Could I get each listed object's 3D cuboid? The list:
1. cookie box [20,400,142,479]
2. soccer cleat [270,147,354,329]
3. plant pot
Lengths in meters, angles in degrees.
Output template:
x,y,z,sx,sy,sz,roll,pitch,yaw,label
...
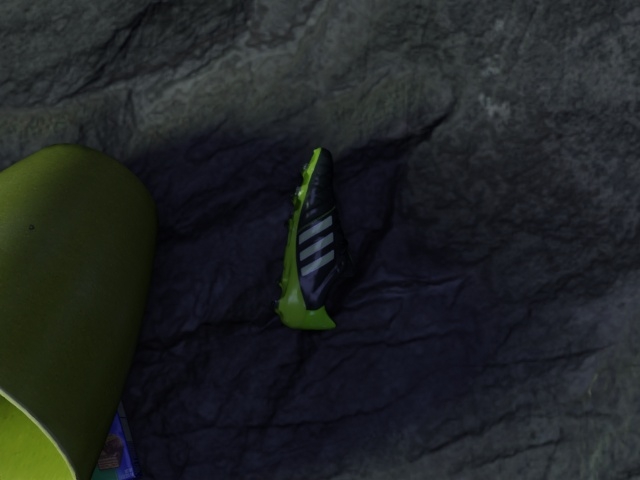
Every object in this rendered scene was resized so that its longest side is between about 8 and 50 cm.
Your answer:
x,y,z,sx,sy,sz,roll,pitch,yaw,label
-0.231,0.189,1.368,0.092,0.040,0.107,-17,81,-1,cookie box
0.000,0.000,1.390,0.072,0.060,0.179,10,88,-8,soccer cleat
-0.271,0.058,1.276,0.275,0.275,0.293,24,53,4,plant pot
